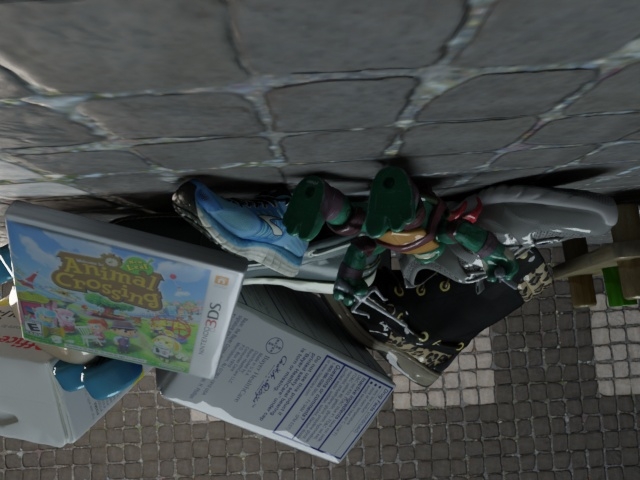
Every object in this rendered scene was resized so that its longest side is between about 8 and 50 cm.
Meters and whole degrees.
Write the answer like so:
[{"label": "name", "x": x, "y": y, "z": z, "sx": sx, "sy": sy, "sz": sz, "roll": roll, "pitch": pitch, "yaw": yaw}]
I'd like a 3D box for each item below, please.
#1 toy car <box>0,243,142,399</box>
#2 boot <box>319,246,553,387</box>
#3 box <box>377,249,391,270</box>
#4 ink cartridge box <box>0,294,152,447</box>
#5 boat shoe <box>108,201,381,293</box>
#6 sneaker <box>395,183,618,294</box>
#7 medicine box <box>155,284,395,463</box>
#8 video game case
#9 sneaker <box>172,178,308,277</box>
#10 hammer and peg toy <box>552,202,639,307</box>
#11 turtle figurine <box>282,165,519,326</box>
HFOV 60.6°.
[{"label": "toy car", "x": -0.290, "y": 0.057, "z": 0.770, "sx": 0.210, "sy": 0.219, "sz": 0.238, "roll": -9, "pitch": -158, "yaw": 47}, {"label": "boot", "x": 0.172, "y": 0.055, "z": 0.828, "sx": 0.284, "sy": 0.138, "sz": 0.377, "roll": -38, "pitch": 126, "yaw": 11}, {"label": "box", "x": 0.070, "y": 0.041, "z": 0.986, "sx": 0.072, "sy": 0.126, "sz": 0.137, "roll": -1, "pitch": 176, "yaw": -16}, {"label": "ink cartridge box", "x": -0.450, "y": 0.172, "z": 1.015, "sx": 0.279, "sy": 0.160, "sz": 0.384, "roll": 1, "pitch": -158, "yaw": 19}, {"label": "boat shoe", "x": -0.084, "y": -0.008, "z": 0.606, "sx": 0.320, "sy": 0.116, "sz": 0.099, "roll": 4, "pitch": 131, "yaw": -11}, {"label": "sneaker", "x": 0.198, "y": 0.003, "z": 0.626, "sx": 0.105, "sy": 0.115, "sz": 0.281, "roll": -1, "pitch": 175, "yaw": -35}, {"label": "medicine box", "x": -0.081, "y": 0.149, "z": 0.806, "sx": 0.289, "sy": 0.149, "sz": 0.263, "roll": 32, "pitch": -174, "yaw": -26}, {"label": "video game case", "x": -0.194, "y": 0.062, "z": 0.549, "sx": 0.213, "sy": 0.023, "sz": 0.193, "roll": 15, "pitch": 132, "yaw": -8}, {"label": "sneaker", "x": -0.062, "y": -0.024, "z": 0.491, "sx": 0.063, "sy": 0.073, "sz": 0.162, "roll": 32, "pitch": -178, "yaw": 36}, {"label": "hammer and peg toy", "x": 0.501, "y": 0.013, "z": 0.734, "sx": 0.266, "sy": 0.127, "sz": 0.361, "roll": -6, "pitch": 169, "yaw": 3}, {"label": "turtle figurine", "x": 0.079, "y": 0.001, "z": 0.519, "sx": 0.175, "sy": 0.118, "sz": 0.234, "roll": -22, "pitch": 152, "yaw": 26}]
